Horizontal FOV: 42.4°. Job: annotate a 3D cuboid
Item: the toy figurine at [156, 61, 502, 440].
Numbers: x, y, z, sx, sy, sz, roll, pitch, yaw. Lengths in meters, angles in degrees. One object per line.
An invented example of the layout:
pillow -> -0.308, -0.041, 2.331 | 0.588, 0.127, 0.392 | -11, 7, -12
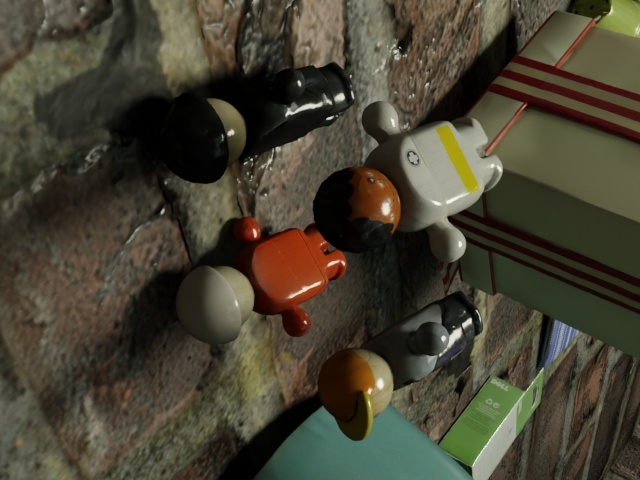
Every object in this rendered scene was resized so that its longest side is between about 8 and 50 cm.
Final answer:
toy figurine -> 0.000, 0.000, 0.552 | 0.148, 0.209, 0.213 | -25, 131, -38

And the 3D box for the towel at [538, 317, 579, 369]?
towel -> 0.492, 0.052, 1.475 | 0.336, 0.040, 0.243 | -39, 142, -31

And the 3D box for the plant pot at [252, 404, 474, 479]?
plant pot -> 0.063, 0.335, 0.833 | 0.293, 0.235, 0.293 | -42, 149, -32

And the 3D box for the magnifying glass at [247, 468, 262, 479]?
magnifying glass -> -0.077, 0.257, 0.805 | 0.231, 0.026, 0.092 | -35, 139, -35

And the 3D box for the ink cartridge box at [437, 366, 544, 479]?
ink cartridge box -> 0.267, 0.285, 1.282 | 0.209, 0.062, 0.109 | -45, 144, -27

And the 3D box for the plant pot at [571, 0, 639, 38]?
plant pot -> 0.340, -0.264, 0.983 | 0.079, 0.083, 0.083 | 15, 100, -46

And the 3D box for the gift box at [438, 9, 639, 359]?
gift box -> 0.268, -0.044, 0.858 | 0.255, 0.258, 0.276 | -45, 145, -26
